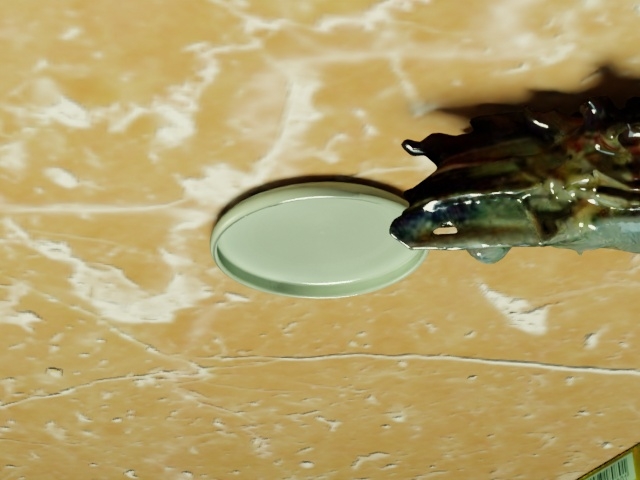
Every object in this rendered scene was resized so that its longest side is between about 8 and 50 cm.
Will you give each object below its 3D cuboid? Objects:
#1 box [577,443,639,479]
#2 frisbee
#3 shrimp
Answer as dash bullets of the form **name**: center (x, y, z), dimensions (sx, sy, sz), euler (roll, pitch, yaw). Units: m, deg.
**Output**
- **box**: center (0.289, 0.188, 1.090), dimensions (0.193, 0.030, 0.121), euler (10, 150, -21)
- **frisbee**: center (0.000, 0.000, 0.736), dimensions (0.110, 0.014, 0.110), euler (-1, 151, -1)
- **shrimp**: center (0.177, -0.049, 0.598), dimensions (0.289, 0.075, 0.178), euler (3, 144, -6)
